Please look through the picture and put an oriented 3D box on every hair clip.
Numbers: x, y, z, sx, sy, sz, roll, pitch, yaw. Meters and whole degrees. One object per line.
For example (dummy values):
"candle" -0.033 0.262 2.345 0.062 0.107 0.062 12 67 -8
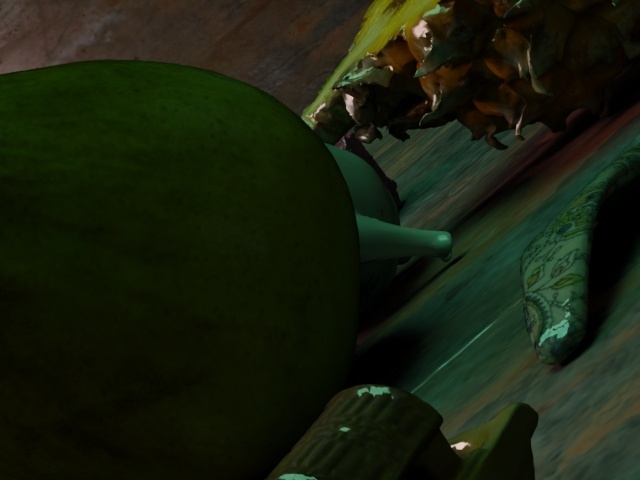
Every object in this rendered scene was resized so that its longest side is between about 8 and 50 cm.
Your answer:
"hair clip" 0.132 -0.002 0.795 0.066 0.036 0.229 -44 3 30

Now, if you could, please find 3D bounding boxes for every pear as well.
"pear" -0.142 0.024 0.922 0.287 0.287 0.375 -36 -32 30

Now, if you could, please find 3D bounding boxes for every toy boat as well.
"toy boat" -0.001 0.119 0.482 0.068 0.088 0.226 -33 8 44

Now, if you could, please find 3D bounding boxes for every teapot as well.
"teapot" 0.000 0.000 1.165 0.159 0.159 0.232 -42 17 -17

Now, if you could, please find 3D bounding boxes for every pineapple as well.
"pineapple" 0.143 -0.135 1.195 0.286 0.209 0.344 -53 9 7

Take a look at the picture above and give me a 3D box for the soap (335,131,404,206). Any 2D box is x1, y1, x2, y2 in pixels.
"soap" -0.039 0.001 1.506 0.250 0.099 0.162 -41 6 -7
